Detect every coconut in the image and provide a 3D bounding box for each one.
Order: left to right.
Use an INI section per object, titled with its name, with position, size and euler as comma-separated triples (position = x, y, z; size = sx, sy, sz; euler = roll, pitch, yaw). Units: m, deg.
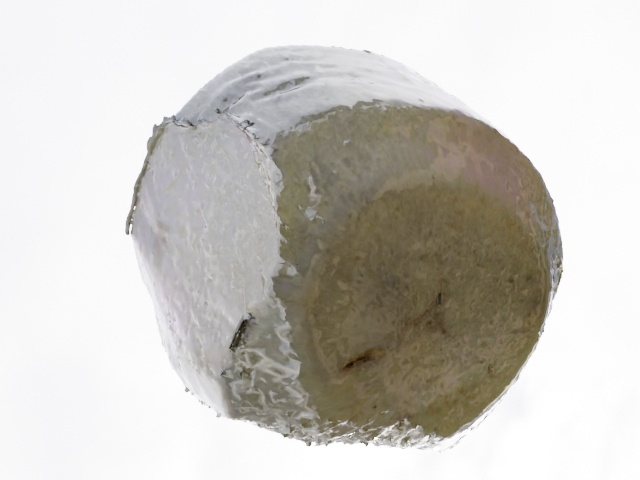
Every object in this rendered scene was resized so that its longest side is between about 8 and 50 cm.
[coconut]
position = 0.000, 0.000, 0.534
size = 0.110, 0.124, 0.110
euler = -8, -71, -24
